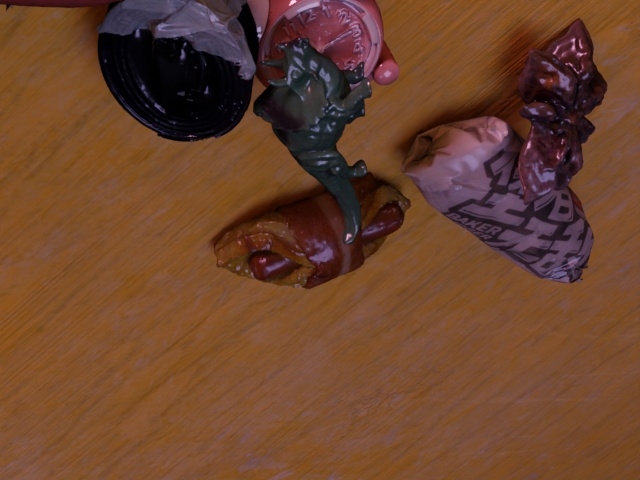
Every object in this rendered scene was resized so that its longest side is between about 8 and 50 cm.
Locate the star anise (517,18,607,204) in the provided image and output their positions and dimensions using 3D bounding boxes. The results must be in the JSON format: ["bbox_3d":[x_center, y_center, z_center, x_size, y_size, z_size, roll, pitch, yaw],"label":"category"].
[{"bbox_3d":[0.293,-0.158,1.712,0.197,0.073,0.212,-46,139,-40],"label":"star anise"}]

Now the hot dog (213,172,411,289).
[{"bbox_3d":[0.001,0.002,1.729,0.261,0.093,0.123,-22,145,-10],"label":"hot dog"}]

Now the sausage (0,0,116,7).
[{"bbox_3d":[-0.244,-0.271,1.176,0.279,0.152,0.152,-2,137,-29],"label":"sausage"}]

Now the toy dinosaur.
[{"bbox_3d":[0.017,-0.113,1.454,0.120,0.079,0.292,-25,141,10],"label":"toy dinosaur"}]

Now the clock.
[{"bbox_3d":[-0.011,-0.219,1.459,0.165,0.093,0.162,-23,136,2],"label":"clock"}]

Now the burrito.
[{"bbox_3d":[0.262,-0.043,1.850,0.139,0.101,0.445,-49,139,8],"label":"burrito"}]

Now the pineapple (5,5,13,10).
[{"bbox_3d":[-0.381,-0.155,1.218,0.249,0.164,0.140,-13,150,-27],"label":"pineapple"}]

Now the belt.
[{"bbox_3d":[-0.134,-0.185,1.368,0.151,0.078,0.198,-1,139,11],"label":"belt"}]
